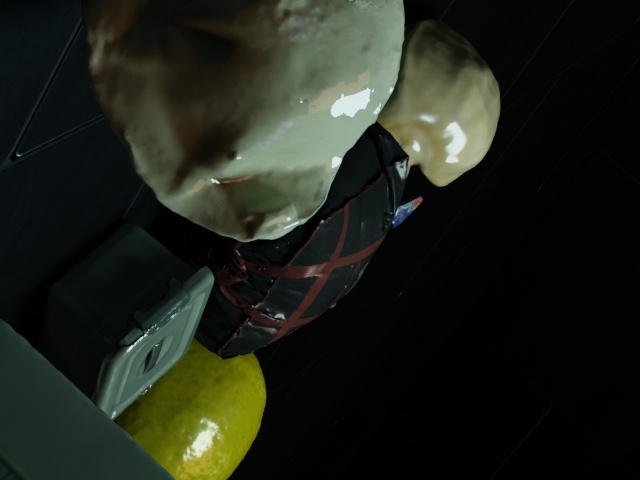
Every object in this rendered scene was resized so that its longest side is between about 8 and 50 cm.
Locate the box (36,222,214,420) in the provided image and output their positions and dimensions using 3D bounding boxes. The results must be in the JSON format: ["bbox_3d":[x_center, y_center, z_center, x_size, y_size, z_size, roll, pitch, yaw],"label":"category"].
[{"bbox_3d":[-0.168,0.067,1.636,0.124,0.093,0.172,-42,169,-29],"label":"box"}]

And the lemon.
[{"bbox_3d":[-0.141,0.165,1.915,0.207,0.170,0.170,-51,172,-24],"label":"lemon"}]

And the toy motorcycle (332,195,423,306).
[{"bbox_3d":[0.000,0.000,1.994,0.205,0.114,0.076,-46,168,-7],"label":"toy motorcycle"}]

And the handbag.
[{"bbox_3d":[-0.034,-0.011,1.710,0.169,0.155,0.215,-32,162,-50],"label":"handbag"}]

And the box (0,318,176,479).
[{"bbox_3d":[-0.239,0.267,1.271,0.396,0.396,0.111,-38,164,-38],"label":"box"}]

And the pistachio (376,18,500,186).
[{"bbox_3d":[0.092,-0.131,1.847,0.157,0.157,0.229,-52,-179,22],"label":"pistachio"}]

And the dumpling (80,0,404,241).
[{"bbox_3d":[-0.048,-0.128,1.164,0.193,0.258,0.147,6,176,-30],"label":"dumpling"}]
